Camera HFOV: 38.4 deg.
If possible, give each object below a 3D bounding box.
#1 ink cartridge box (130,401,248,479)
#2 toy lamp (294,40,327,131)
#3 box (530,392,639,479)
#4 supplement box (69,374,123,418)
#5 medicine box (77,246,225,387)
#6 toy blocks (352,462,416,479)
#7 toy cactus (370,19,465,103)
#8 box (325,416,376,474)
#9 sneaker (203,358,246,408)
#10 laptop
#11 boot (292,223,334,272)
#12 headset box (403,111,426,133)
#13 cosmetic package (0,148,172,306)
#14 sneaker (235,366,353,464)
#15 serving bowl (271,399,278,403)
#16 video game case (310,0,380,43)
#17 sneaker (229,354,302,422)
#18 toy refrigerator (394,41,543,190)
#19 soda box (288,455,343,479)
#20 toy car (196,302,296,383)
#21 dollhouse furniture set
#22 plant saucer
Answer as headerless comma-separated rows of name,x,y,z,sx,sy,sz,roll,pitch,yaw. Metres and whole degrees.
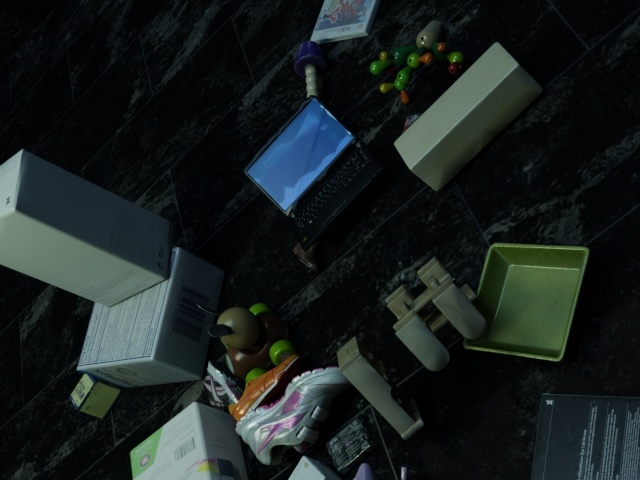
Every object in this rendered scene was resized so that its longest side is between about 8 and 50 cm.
ink cartridge box,-0.239,0.515,1.751,0.207,0.119,0.353,-39,43,21
toy lamp,-0.018,-0.342,2.086,0.080,0.080,0.274,-29,48,30
box,0.384,0.347,1.237,0.184,0.103,0.261,-4,64,41
supplement box,-0.529,0.363,2.167,0.083,0.083,0.056,-57,40,2
medicine box,-0.385,0.181,2.083,0.289,0.149,0.263,-13,58,41
toy blocks,0.040,0.460,1.376,0.309,0.288,0.260,-18,61,41
toy cactus,0.213,-0.375,1.876,0.219,0.112,0.180,-7,43,46
box,0.053,0.363,1.625,0.083,0.018,0.067,-45,42,16
sneaker,-0.187,0.317,1.874,0.178,0.072,0.077,39,109,57
laptop,-0.023,-0.146,1.911,0.234,0.136,0.264,-47,25,11
boot,0.000,0.000,1.892,0.114,0.037,0.106,-50,39,4
headset box,0.200,-0.220,1.824,0.083,0.032,0.062,-8,61,44
cosmetic package,-0.530,-0.014,1.936,0.217,0.385,0.156,-24,51,33
sneaker,-0.031,0.324,1.682,0.252,0.103,0.111,-39,61,16
serving bowl,-0.097,0.348,1.781,0.083,0.027,0.083,-23,52,33
video game case,0.073,-0.564,2.172,0.183,0.023,0.201,3,68,46
sneaker,-0.106,0.278,1.772,0.175,0.064,0.067,-42,56,-18
toy refrigerator,0.274,-0.227,1.710,0.269,0.094,0.102,-44,36,15
soda box,-0.045,0.492,1.608,0.074,0.069,0.216,33,92,50
toy car,-0.168,0.191,1.825,0.149,0.188,0.155,-50,41,10
dollhouse furniture set,0.171,0.176,1.509,0.242,0.161,0.212,-42,8,6
plant saucer,0.338,0.101,1.477,0.188,0.045,0.188,3,69,46
